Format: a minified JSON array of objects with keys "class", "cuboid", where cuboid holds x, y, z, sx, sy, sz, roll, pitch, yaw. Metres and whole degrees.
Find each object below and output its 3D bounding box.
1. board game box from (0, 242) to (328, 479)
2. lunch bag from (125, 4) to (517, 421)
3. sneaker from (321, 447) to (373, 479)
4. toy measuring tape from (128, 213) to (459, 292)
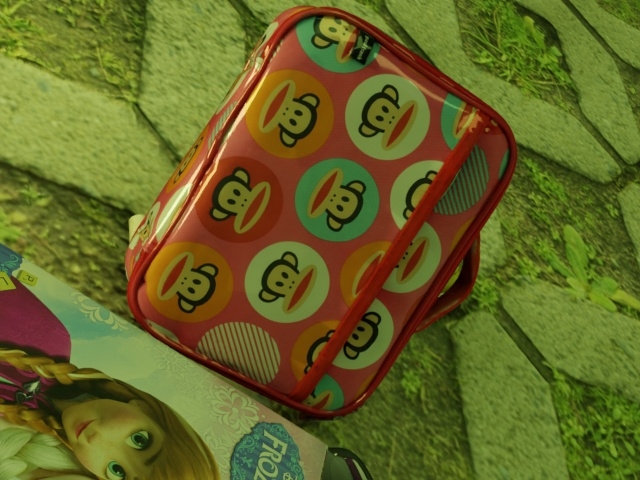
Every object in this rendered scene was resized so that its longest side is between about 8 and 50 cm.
[{"class":"board game box","cuboid":[-0.160,0.150,0.551,0.318,0.066,0.318,33,24,-7]},{"class":"lunch bag","cuboid":[0.011,-0.012,0.766,0.258,0.293,0.120,30,5,-17]},{"class":"sneaker","cuboid":[-0.005,0.252,0.685,0.098,0.083,0.223,11,52,-24]},{"class":"toy measuring tape","cuboid":[0.000,0.000,0.862,0.330,0.121,0.121,11,51,-30]}]
